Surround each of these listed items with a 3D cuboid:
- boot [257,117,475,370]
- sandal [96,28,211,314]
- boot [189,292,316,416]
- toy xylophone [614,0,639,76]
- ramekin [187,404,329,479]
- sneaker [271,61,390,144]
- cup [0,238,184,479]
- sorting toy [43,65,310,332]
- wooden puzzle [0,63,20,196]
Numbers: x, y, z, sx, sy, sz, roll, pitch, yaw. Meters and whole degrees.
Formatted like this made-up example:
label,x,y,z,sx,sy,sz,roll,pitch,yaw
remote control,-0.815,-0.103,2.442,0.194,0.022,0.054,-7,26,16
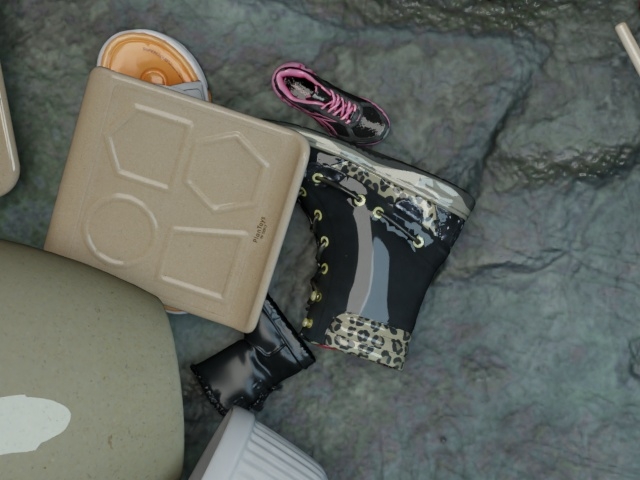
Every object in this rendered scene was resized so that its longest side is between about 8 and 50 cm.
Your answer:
label,x,y,z,sx,sy,sz,roll,pitch,yaw
boot,0.001,0.000,1.745,0.236,0.085,0.178,20,87,3
sandal,-0.142,-0.066,1.770,0.102,0.076,0.265,-12,87,6
boot,-0.073,0.096,1.776,0.099,0.045,0.121,-36,89,4
toy xylophone,0.394,-0.157,1.712,0.236,0.081,0.322,-22,87,5
ramekin,-0.076,0.257,1.697,0.109,0.207,0.207,29,92,-3
sneaker,0.007,-0.123,1.766,0.119,0.057,0.047,27,90,5
cup,-0.247,0.141,1.680,0.237,0.331,0.331,-6,88,-13
sorting toy,-0.127,-0.037,1.726,0.208,0.038,0.193,20,110,6
wooden puzzle,-0.446,-0.158,1.672,0.080,0.348,0.322,1,104,50
